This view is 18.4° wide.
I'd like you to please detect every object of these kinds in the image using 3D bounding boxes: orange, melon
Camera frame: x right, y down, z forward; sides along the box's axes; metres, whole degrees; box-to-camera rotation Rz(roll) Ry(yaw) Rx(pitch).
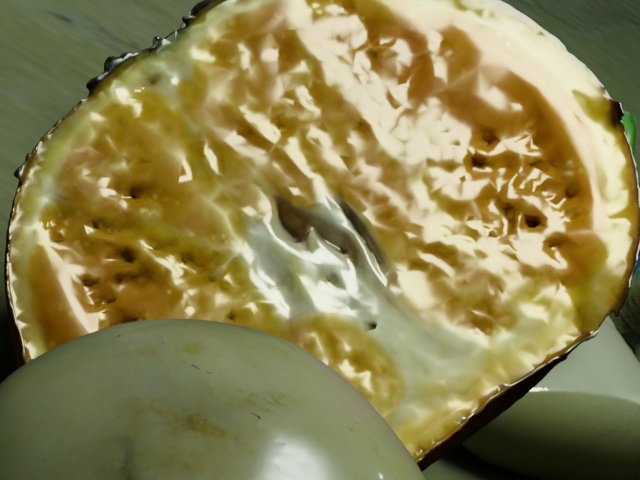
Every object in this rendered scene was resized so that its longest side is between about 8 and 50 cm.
[{"bbox_3d":[0.003,0.003,0.990,0.274,0.310,0.274,42,7,-6],"label":"orange"},{"bbox_3d":[-0.046,0.169,0.736,0.223,0.223,0.317,22,31,-27],"label":"melon"}]

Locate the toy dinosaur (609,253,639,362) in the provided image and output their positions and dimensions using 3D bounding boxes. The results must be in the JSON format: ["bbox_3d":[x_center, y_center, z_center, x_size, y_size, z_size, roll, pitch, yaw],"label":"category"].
[{"bbox_3d":[0.236,0.009,1.352,0.075,0.248,0.188,34,44,-39],"label":"toy dinosaur"}]

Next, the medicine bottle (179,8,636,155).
[{"bbox_3d":[0.044,-0.051,1.172,0.274,0.133,0.133,11,29,4],"label":"medicine bottle"}]

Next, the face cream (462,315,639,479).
[{"bbox_3d":[0.090,0.012,1.281,0.173,0.081,0.348,4,42,-38],"label":"face cream"}]
